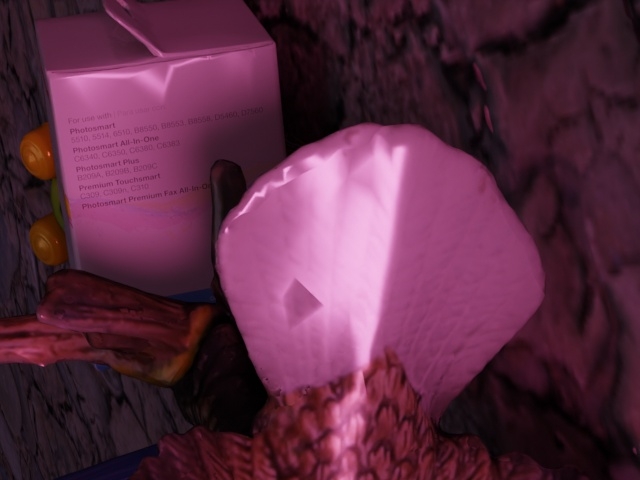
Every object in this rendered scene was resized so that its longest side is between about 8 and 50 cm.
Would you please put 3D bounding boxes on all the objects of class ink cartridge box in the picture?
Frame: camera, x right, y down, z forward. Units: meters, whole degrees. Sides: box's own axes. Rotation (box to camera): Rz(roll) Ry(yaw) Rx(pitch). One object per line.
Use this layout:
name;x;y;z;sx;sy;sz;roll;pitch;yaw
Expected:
ink cartridge box;-0.064;-0.036;0.622;0.092;0.090;0.143;-122;26;-64

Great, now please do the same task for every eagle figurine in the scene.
eagle figurine;0.000;0.139;0.461;0.225;0.226;0.298;47;-155;-49

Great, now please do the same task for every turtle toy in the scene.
turtle toy;-0.086;-0.015;0.724;0.066;0.095;0.130;27;132;33

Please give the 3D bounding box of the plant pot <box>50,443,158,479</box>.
plant pot;-0.092;0.263;0.722;0.212;0.236;0.236;91;154;-48

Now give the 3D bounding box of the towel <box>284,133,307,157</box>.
towel;0.000;0.000;0.620;0.060;0.009;0.083;33;133;57
